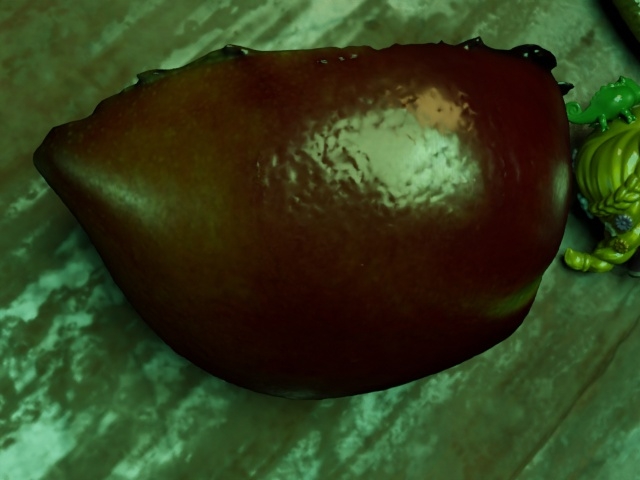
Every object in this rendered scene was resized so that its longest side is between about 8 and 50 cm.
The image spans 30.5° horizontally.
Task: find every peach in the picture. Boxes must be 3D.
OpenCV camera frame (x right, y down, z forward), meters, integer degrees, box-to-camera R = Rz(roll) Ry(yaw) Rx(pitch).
[{"bbox_3d":[0.000,0.000,0.777,0.361,0.258,0.201,-3,74,-20],"label":"peach"}]

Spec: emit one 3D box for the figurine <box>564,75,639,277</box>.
[{"bbox_3d":[0.236,-0.046,0.953,0.114,0.095,0.156,-23,105,1],"label":"figurine"}]

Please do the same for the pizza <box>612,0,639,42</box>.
[{"bbox_3d":[0.322,-0.292,1.042,0.197,0.058,0.292,-1,81,-18],"label":"pizza"}]
